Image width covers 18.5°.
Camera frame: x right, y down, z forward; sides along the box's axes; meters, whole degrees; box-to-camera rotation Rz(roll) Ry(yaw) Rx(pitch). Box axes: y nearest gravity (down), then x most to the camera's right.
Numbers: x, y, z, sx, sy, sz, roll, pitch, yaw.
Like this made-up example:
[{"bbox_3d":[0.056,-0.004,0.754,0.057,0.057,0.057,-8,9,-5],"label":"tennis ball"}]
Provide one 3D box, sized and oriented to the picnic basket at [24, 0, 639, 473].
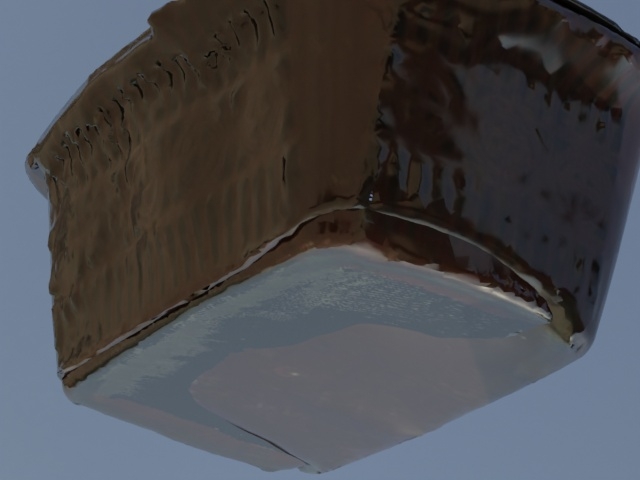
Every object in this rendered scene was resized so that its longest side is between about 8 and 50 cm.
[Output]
[{"bbox_3d":[0.000,0.000,0.847,0.297,0.222,0.129,-31,-137,49],"label":"picnic basket"}]
